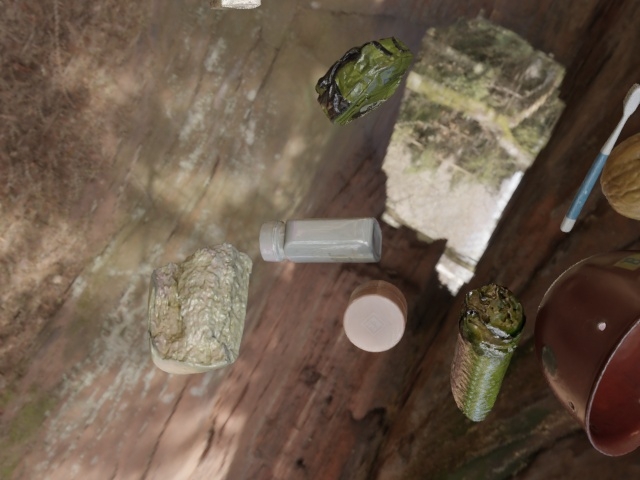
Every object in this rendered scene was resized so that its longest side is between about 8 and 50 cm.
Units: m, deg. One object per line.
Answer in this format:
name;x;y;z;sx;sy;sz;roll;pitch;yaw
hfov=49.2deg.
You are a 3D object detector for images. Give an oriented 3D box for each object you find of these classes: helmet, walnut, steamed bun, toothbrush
helmet;0.499;0.144;1.158;0.384;0.230;0.338;-12;122;-30
walnut;0.776;-0.157;1.610;0.261;0.225;0.225;-23;-166;37
steamed bun;-0.233;0.133;1.277;0.200;0.170;0.226;-36;-136;37
toothbrush;0.438;-0.122;1.100;0.025;0.019;0.276;-78;-179;-50

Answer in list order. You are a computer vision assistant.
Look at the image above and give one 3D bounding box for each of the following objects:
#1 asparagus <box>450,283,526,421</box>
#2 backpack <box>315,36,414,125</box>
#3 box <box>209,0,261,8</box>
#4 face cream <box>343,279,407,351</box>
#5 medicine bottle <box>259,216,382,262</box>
asparagus;0.313;0.230;1.363;0.108;0.128;0.382;-26;146;-14
backpack;0.111;-0.406;1.731;0.207;0.140;0.253;-32;175;-38
box;-0.201;-0.612;1.585;0.212;0.095;0.168;-133;-139;-67
face cream;0.133;0.181;1.686;0.149;0.149;0.104;-64;178;19
medicine bottle;0.000;0.000;1.771;0.161;0.296;0.111;49;42;-64
